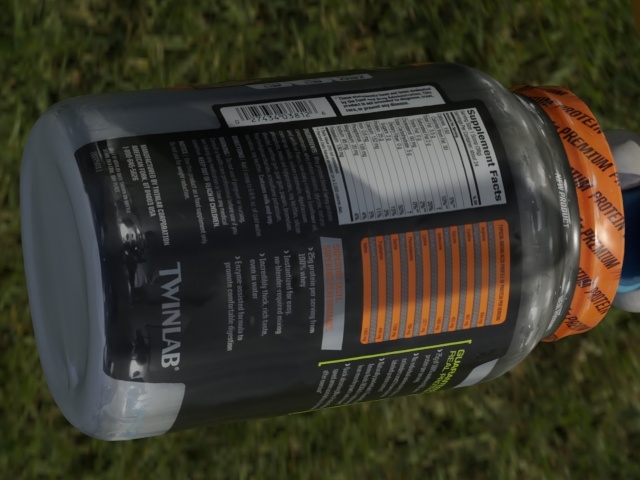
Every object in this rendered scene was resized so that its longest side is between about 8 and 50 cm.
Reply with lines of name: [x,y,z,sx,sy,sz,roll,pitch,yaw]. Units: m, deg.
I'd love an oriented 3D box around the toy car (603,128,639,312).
toy car: [0.293,-0.008,1.602,0.182,0.136,0.159,-8,116,12]

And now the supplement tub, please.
supplement tub: [0.000,0.000,1.187,0.338,0.207,0.207,-7,118,-21]

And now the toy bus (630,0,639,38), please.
toy bus: [0.374,-0.143,1.514,0.130,0.332,0.108,-31,134,-8]
